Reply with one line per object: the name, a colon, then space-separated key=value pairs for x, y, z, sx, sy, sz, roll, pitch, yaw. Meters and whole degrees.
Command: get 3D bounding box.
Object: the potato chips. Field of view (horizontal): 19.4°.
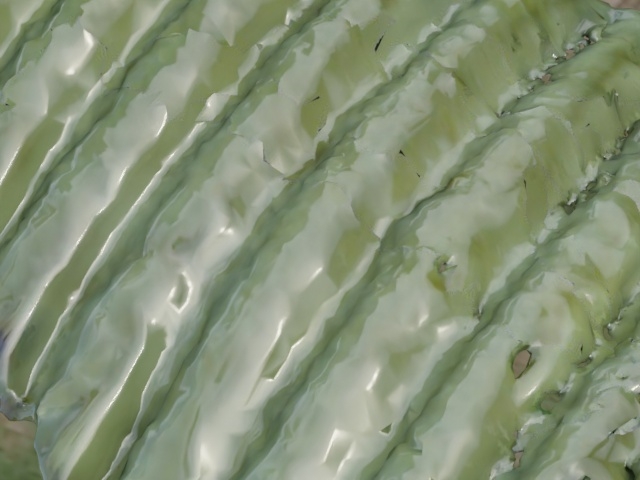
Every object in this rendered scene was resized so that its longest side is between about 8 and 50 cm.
potato chips: x=0.007 y=-0.004 z=0.780 sx=0.389 sy=0.097 sz=0.373 roll=-31 pitch=61 yaw=-15
